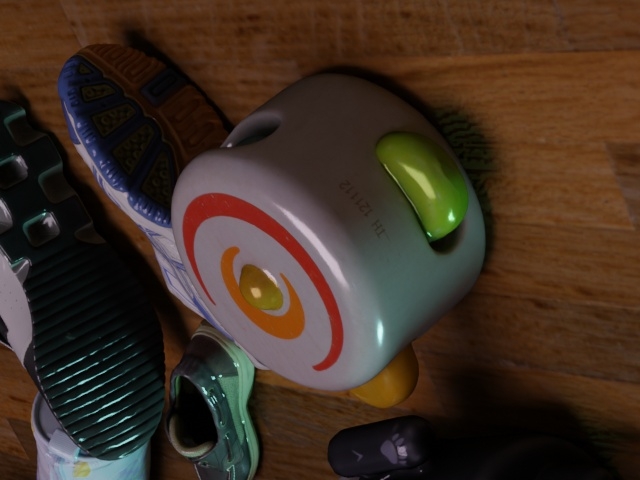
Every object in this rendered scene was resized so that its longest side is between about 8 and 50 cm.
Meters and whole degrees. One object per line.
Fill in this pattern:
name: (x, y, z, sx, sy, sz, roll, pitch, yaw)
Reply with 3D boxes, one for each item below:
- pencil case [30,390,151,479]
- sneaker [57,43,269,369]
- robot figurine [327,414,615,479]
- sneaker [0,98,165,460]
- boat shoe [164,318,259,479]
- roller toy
pencil case: (-0.232, 0.237, 1.705, 0.113, 0.124, 0.273, 37, 145, 20)
sneaker: (-0.106, -0.013, 1.312, 0.296, 0.112, 0.131, 50, 148, 1)
robot figurine: (0.114, 0.225, 1.237, 0.278, 0.173, 0.209, -15, 80, 55)
sneaker: (-0.243, 0.041, 1.529, 0.331, 0.122, 0.146, 66, 155, 1)
boat shoe: (-0.104, 0.161, 1.518, 0.080, 0.073, 0.223, 33, 144, 25)
roller toy: (0.000, 0.000, 1.164, 0.191, 0.146, 0.209, 31, 144, 28)
